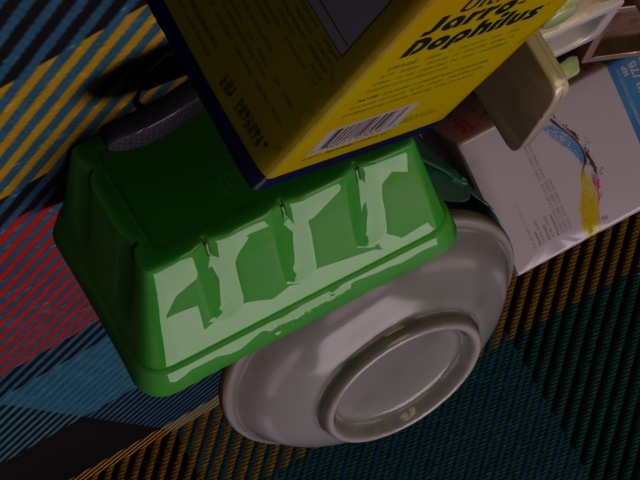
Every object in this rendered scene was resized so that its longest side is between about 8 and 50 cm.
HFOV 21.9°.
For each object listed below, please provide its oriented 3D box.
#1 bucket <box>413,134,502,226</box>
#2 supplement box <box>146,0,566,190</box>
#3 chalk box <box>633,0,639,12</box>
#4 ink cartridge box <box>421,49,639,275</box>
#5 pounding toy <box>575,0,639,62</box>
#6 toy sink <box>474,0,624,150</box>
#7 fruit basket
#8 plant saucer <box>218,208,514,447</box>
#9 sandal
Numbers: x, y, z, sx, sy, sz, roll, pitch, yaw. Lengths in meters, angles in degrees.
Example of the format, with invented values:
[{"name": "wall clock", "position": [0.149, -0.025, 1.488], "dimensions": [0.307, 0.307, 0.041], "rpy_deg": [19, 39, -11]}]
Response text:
[{"name": "bucket", "position": [0.057, -0.011, 2.013], "dimensions": [0.281, 0.183, 0.281], "rpy_deg": [-25, 147, -18]}, {"name": "supplement box", "position": [0.053, -0.217, 1.180], "dimensions": [0.195, 0.194, 0.356], "rpy_deg": [-21, 167, -36]}, {"name": "chalk box", "position": [0.370, -0.291, 1.618], "dimensions": [0.132, 0.213, 0.132], "rpy_deg": [-27, 169, -11]}, {"name": "ink cartridge box", "position": [0.297, -0.120, 2.109], "dimensions": [0.270, 0.197, 0.198], "rpy_deg": [-28, -161, -5]}, {"name": "pounding toy", "position": [0.369, -0.295, 1.944], "dimensions": [0.130, 0.100, 0.141], "rpy_deg": [-9, 153, -16]}, {"name": "toy sink", "position": [0.175, -0.220, 1.388], "dimensions": [0.131, 0.234, 0.153], "rpy_deg": [-26, 168, -13]}, {"name": "fruit basket", "position": [-0.076, -0.012, 1.714], "dimensions": [0.392, 0.283, 0.392], "rpy_deg": [-26, 151, -15]}, {"name": "plant saucer", "position": [0.077, 0.135, 1.957], "dimensions": [0.400, 0.100, 0.400], "rpy_deg": [-25, 148, -17]}, {"name": "sandal", "position": [-0.097, -0.160, 1.484], "dimensions": [0.254, 0.054, 0.097], "rpy_deg": [-36, 179, -18]}]
